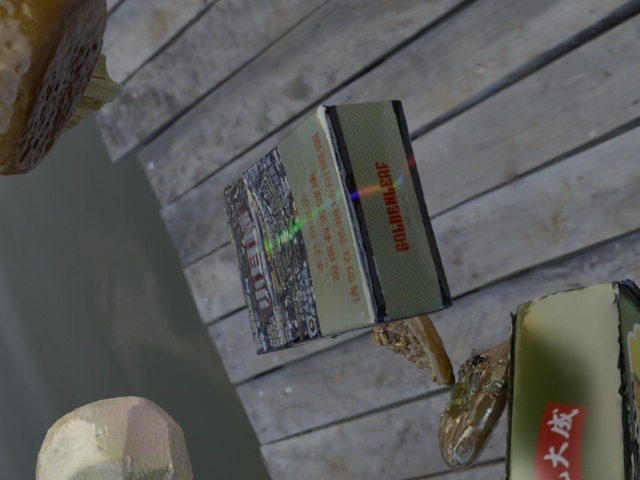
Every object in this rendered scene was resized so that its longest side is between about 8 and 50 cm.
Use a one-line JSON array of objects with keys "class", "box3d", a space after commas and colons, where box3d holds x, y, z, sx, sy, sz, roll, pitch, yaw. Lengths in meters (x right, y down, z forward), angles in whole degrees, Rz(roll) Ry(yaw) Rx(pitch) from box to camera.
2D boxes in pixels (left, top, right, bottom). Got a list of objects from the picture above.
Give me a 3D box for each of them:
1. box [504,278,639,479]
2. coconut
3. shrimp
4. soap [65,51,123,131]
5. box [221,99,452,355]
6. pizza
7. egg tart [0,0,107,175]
[{"class": "box", "box3d": [0.349, 0.305, 0.930, 0.138, 0.420, 0.372, -17, 48, 37]}, {"class": "coconut", "box3d": [-0.238, 0.269, 1.026, 0.194, 0.194, 0.194, 12, 109, 39]}, {"class": "shrimp", "box3d": [0.190, 0.174, 1.051, 0.061, 0.267, 0.145, 25, 105, 10]}, {"class": "soap", "box3d": [-0.402, -0.203, 1.193, 0.173, 0.274, 0.089, -31, 85, 13]}, {"class": "box", "box3d": [0.000, 0.000, 0.894, 0.310, 0.084, 0.198, -28, 74, 64]}, {"class": "pizza", "box3d": [0.098, 0.111, 1.130, 0.178, 0.041, 0.131, 60, 153, -12]}, {"class": "egg tart", "box3d": [-0.260, -0.142, 0.628, 0.171, 0.215, 0.215, 26, 124, -4]}]
